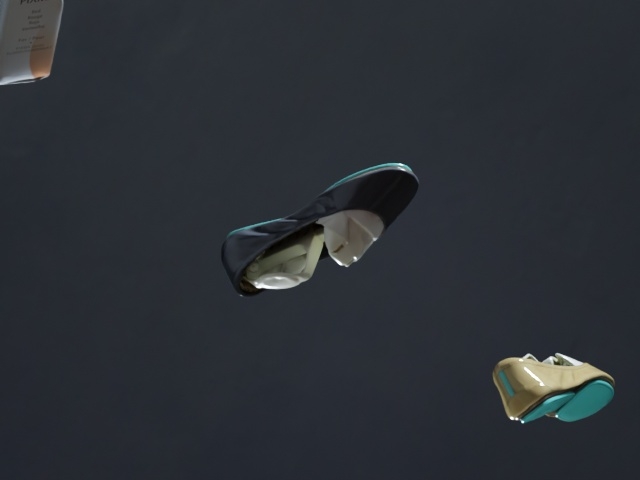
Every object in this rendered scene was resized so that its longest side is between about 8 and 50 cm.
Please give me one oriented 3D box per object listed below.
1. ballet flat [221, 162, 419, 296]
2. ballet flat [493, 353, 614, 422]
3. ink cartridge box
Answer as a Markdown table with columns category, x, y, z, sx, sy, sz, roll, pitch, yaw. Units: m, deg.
| category | x | y | z | sx | sy | sz | roll | pitch | yaw |
| --- | --- | --- | --- | --- | --- | --- | --- | --- | --- |
| ballet flat | 0.000 | 0.000 | 1.257 | 0.203 | 0.074 | 0.074 | -23 | -164 | 24 |
| ballet flat | 0.259 | 0.154 | 1.565 | 0.080 | 0.073 | 0.232 | -43 | 156 | 19 |
| ink cartridge box | -0.200 | -0.209 | 0.877 | 0.045 | 0.145 | 0.179 | -14 | 148 | -34 |
